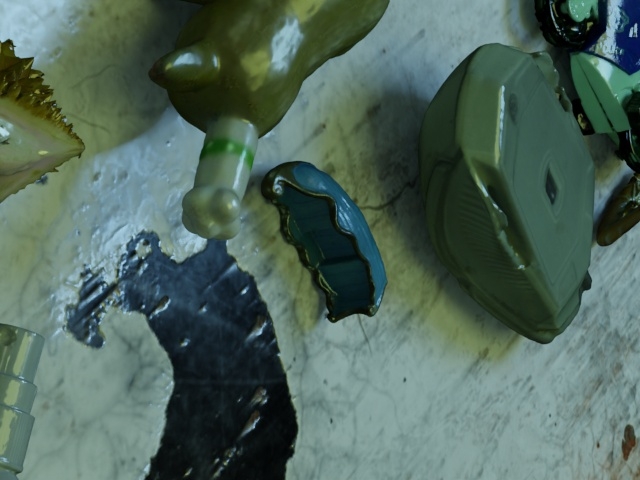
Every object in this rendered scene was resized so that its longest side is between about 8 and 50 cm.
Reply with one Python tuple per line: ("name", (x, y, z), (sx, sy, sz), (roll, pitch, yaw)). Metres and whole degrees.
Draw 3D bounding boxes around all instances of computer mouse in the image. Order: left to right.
("computer mouse", (0.201, -0.052, 1.747), (0.429, 0.145, 0.228), (56, 43, -48))

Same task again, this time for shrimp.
("shrimp", (0.414, -0.062, 2.011), (0.034, 0.124, 0.178), (44, 56, -2))

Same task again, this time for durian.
("durian", (-0.317, -0.079, 1.158), (0.249, 0.183, 0.138), (-19, 77, -54))

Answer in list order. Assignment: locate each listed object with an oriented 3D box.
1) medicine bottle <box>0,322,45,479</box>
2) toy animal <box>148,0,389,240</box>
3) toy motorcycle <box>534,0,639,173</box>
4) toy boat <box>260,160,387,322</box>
("medicine bottle", (-0.282, 0.237, 1.208), (0.110, 0.110, 0.352), (30, 67, -45))
("toy animal", (-0.073, -0.173, 1.416), (0.363, 0.180, 0.181), (-52, 119, -27))
("toy motorcycle", (0.375, -0.235, 1.965), (0.331, 0.125, 0.196), (51, 55, -31))
("toy boat", (0.000, 0.000, 1.560), (0.077, 0.075, 0.186), (-50, 123, -47))
